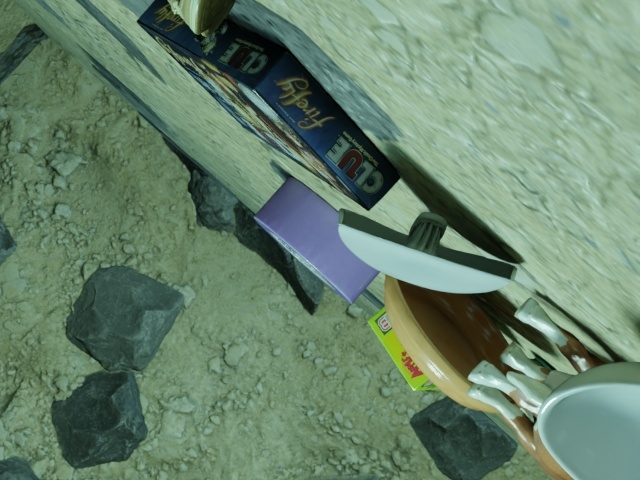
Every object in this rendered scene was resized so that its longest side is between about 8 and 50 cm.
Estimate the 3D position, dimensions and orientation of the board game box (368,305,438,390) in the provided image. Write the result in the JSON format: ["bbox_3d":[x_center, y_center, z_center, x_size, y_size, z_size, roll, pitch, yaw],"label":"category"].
[{"bbox_3d":[0.134,0.114,1.354,0.181,0.043,0.092,8,-136,-58],"label":"board game box"}]

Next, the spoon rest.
[{"bbox_3d":[0.252,0.172,0.883,0.137,0.084,0.276,-11,140,31],"label":"spoon rest"}]

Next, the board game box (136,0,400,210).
[{"bbox_3d":[-0.050,-0.126,1.075,0.165,0.042,0.243,44,176,-36],"label":"board game box"}]

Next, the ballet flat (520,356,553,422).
[{"bbox_3d":[0.288,0.217,1.396,0.213,0.068,0.072,42,176,-15],"label":"ballet flat"}]

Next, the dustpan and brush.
[{"bbox_3d":[0.084,0.006,1.047,0.147,0.060,0.211,18,167,1],"label":"dustpan and brush"}]

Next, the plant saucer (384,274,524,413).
[{"bbox_3d":[0.133,0.100,1.264,0.200,0.037,0.200,40,-158,-20],"label":"plant saucer"}]

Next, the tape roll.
[{"bbox_3d":[0.000,0.000,1.751,0.189,0.080,0.189,42,177,3],"label":"tape roll"}]

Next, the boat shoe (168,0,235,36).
[{"bbox_3d":[-0.089,-0.174,0.861,0.045,0.050,0.135,36,177,-4],"label":"boat shoe"}]

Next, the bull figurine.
[{"bbox_3d":[0.225,0.167,1.101,0.188,0.101,0.310,40,165,14],"label":"bull figurine"}]
